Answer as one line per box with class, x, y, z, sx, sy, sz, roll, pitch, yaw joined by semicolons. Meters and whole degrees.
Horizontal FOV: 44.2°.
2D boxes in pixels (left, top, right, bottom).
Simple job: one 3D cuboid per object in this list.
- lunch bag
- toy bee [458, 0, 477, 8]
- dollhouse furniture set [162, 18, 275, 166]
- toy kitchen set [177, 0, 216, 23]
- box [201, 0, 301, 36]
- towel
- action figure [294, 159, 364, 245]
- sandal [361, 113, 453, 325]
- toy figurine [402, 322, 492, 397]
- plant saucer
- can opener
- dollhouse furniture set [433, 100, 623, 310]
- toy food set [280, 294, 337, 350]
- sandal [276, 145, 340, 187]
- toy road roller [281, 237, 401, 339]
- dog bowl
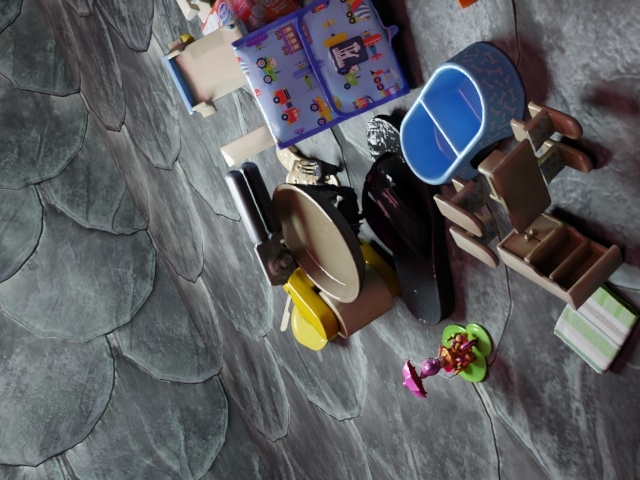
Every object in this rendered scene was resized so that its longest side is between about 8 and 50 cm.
lunch bag;0.019;-0.334;1.481;0.293;0.138;0.221;-20;102;22
toy bee;0.164;-0.489;1.133;0.298;0.195;0.162;73;-176;-52
dollhouse furniture set;-0.134;-0.361;1.717;0.286;0.198;0.303;-23;100;28
toy kitchen set;-0.243;-0.630;1.880;0.207;0.166;0.122;-32;81;26
box;-0.159;-0.492;1.763;0.128;0.122;0.257;64;153;4
towel;0.447;0.134;1.276;0.113;0.023;0.152;46;145;31
action figure;0.016;-0.066;1.686;0.276;0.140;0.164;-110;8;-61
sandal;0.162;-0.027;1.564;0.167;0.107;0.446;10;120;59
toy figurine;0.242;0.250;1.581;0.130;0.159;0.173;57;151;17
plant saucer;0.000;0.000;1.587;0.278;0.041;0.278;44;155;27
can opener;-0.132;-0.031;1.658;0.095;0.076;0.283;15;133;52
dollhouse furniture set;0.326;-0.035;1.160;0.161;0.212;0.242;38;168;46
toy food set;-0.014;0.219;2.138;0.218;0.071;0.128;21;105;52
sandal;-0.054;-0.158;1.886;0.240;0.079;0.088;40;143;41
toy road roller;0.031;0.117;1.832;0.329;0.202;0.241;46;160;41
dog bowl;0.229;-0.202;1.343;0.166;0.074;0.297;59;153;15
